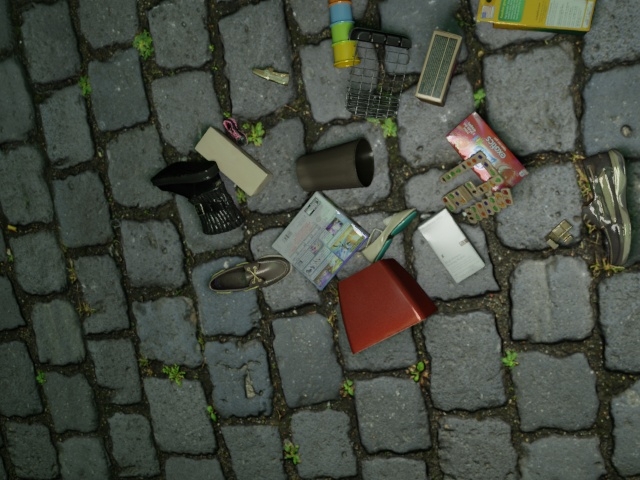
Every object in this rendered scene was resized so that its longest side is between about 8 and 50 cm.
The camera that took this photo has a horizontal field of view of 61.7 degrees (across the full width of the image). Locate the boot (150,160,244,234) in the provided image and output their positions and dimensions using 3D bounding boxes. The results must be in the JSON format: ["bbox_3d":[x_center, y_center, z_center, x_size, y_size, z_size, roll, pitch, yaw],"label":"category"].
[{"bbox_3d":[-0.460,-0.151,1.982,0.348,0.131,0.260,6,130,39],"label":"boot"}]

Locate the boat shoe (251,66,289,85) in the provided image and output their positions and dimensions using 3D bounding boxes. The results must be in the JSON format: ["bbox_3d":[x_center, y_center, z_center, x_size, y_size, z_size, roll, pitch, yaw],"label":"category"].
[{"bbox_3d":[-0.171,-0.580,1.866,0.135,0.050,0.045,19,101,1],"label":"boat shoe"}]

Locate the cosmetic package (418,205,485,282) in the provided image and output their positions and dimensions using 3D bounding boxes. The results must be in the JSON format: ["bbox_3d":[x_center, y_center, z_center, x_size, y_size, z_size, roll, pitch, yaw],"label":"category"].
[{"bbox_3d":[0.437,0.013,1.790,0.117,0.085,0.231,-37,91,18],"label":"cosmetic package"}]

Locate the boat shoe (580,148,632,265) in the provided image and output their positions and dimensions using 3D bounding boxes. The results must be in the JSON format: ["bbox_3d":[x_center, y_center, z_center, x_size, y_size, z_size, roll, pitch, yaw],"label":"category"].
[{"bbox_3d":[0.869,-0.097,1.642,0.130,0.132,0.355,-5,90,26],"label":"boat shoe"}]

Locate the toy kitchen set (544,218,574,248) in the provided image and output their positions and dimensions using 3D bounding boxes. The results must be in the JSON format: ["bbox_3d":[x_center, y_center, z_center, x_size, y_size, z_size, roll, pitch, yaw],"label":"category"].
[{"bbox_3d":[0.770,-0.009,1.698,0.068,0.075,0.083,42,112,3],"label":"toy kitchen set"}]

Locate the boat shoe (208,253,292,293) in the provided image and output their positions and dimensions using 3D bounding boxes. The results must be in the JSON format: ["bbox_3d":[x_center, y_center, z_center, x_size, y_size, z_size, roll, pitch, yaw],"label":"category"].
[{"bbox_3d":[-0.262,0.131,1.994,0.325,0.097,0.116,-13,96,17],"label":"boat shoe"}]

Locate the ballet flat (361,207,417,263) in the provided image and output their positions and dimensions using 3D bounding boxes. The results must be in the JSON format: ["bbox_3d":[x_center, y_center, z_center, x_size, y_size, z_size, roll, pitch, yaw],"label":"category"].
[{"bbox_3d":[0.229,-0.031,1.844,0.086,0.086,0.248,39,108,6],"label":"ballet flat"}]

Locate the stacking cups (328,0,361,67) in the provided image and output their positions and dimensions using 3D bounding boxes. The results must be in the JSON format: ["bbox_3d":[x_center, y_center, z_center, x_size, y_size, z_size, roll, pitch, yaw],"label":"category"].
[{"bbox_3d":[0.071,-0.735,1.744,0.096,0.096,0.316,-4,99,16],"label":"stacking cups"}]

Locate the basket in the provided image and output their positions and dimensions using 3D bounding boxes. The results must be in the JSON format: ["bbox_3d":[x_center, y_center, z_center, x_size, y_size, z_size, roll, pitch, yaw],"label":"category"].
[{"bbox_3d":[0.046,-0.245,1.809,0.227,0.204,0.154,-7,123,26],"label":"basket"}]

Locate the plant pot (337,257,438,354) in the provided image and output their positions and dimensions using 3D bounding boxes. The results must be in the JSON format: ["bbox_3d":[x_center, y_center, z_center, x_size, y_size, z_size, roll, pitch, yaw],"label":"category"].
[{"bbox_3d":[0.207,0.203,1.811,0.267,0.267,0.235,-30,78,18],"label":"plant pot"}]

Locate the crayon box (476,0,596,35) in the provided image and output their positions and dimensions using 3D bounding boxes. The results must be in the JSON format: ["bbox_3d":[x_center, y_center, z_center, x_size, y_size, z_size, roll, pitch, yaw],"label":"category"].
[{"bbox_3d":[0.645,-0.736,1.594,0.323,0.083,0.203,10,103,12],"label":"crayon box"}]

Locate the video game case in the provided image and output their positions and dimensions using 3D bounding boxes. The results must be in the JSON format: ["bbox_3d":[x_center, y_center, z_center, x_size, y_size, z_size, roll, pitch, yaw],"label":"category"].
[{"bbox_3d":[0.000,0.000,1.917,0.244,0.061,0.269,42,108,5],"label":"video game case"}]

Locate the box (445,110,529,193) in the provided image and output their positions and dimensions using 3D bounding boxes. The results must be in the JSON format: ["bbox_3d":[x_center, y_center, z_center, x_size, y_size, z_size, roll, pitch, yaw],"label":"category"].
[{"bbox_3d":[0.522,-0.271,1.690,0.123,0.128,0.257,-41,88,18],"label":"box"}]

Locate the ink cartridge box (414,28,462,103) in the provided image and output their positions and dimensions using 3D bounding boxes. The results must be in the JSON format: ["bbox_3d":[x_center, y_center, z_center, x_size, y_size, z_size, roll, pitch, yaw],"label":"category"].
[{"bbox_3d":[0.362,-0.516,1.633,0.088,0.235,0.193,19,105,11],"label":"ink cartridge box"}]

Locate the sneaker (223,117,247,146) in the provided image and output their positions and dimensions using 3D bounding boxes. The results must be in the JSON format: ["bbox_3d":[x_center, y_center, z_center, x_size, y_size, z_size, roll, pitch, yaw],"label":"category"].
[{"bbox_3d":[-0.311,-0.389,1.932,0.047,0.057,0.119,-36,91,16],"label":"sneaker"}]

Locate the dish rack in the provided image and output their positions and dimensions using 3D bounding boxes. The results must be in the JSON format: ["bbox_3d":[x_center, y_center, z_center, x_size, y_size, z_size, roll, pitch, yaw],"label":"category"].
[{"bbox_3d":[0.178,-0.533,1.726,0.208,0.074,0.271,3,111,-16],"label":"dish rack"}]

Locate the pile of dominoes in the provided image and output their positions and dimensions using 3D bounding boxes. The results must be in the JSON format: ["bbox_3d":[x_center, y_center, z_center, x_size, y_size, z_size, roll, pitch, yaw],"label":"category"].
[{"bbox_3d":[0.479,-0.150,1.680,0.040,0.251,0.196,-39,91,-23],"label":"pile of dominoes"}]

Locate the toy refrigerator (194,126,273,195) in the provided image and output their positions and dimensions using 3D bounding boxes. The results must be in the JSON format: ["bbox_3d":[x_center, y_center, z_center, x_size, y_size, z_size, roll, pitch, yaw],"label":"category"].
[{"bbox_3d":[-0.309,-0.284,1.935,0.269,0.094,0.102,40,102,4],"label":"toy refrigerator"}]
